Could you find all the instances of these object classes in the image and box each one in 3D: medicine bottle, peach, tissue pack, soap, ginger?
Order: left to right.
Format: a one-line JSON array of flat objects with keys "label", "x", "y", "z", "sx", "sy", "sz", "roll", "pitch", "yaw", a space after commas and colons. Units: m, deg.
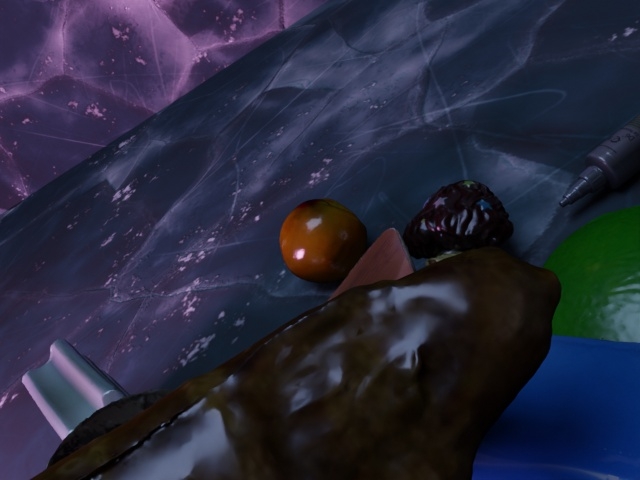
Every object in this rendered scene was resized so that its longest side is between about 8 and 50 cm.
[{"label": "soap", "x": -0.314, "y": 0.258, "z": 0.928, "sx": 0.095, "sy": 0.173, "sz": 0.289, "roll": -50, "pitch": 32, "yaw": -19}, {"label": "ginger", "x": -0.041, "y": 0.166, "z": 0.405, "sx": 0.418, "sy": 0.176, "sz": 0.254, "roll": -36, "pitch": -13, "yaw": -21}, {"label": "peach", "x": 0.000, "y": 0.000, "z": 0.998, "sx": 0.138, "sy": 0.138, "sz": 0.138, "roll": -27, "pitch": 31, "yaw": 18}, {"label": "tissue pack", "x": 0.210, "y": 0.183, "z": 0.485, "sx": 0.263, "sy": 0.146, "sz": 0.198, "roll": -3, "pitch": 44, "yaw": 47}, {"label": "medicine bottle", "x": 0.377, "y": -0.106, "z": 0.799, "sx": 0.199, "sy": 0.057, "sz": 0.057, "roll": -38, "pitch": 29, "yaw": 0}]

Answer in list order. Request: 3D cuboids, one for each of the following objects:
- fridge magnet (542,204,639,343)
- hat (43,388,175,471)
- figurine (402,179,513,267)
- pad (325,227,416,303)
[{"label": "fridge magnet", "x": 0.312, "y": 0.046, "z": 0.624, "sx": 0.208, "sy": 0.088, "sz": 0.208, "roll": -28, "pitch": 30, "yaw": 18}, {"label": "hat", "x": -0.191, "y": 0.315, "z": 0.745, "sx": 0.265, "sy": 0.266, "sz": 0.128, "roll": -74, "pitch": 5, "yaw": -47}, {"label": "figurine", "x": 0.166, "y": 0.020, "z": 0.794, "sx": 0.175, "sy": 0.116, "sz": 0.240, "roll": -16, "pitch": 37, "yaw": 35}, {"label": "pad", "x": 0.030, "y": 0.153, "z": 0.744, "sx": 0.286, "sy": 0.018, "sz": 0.284, "roll": -54, "pitch": 23, "yaw": 22}]
